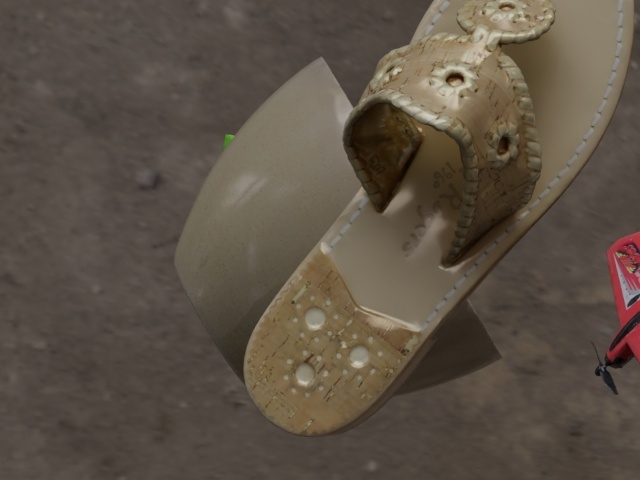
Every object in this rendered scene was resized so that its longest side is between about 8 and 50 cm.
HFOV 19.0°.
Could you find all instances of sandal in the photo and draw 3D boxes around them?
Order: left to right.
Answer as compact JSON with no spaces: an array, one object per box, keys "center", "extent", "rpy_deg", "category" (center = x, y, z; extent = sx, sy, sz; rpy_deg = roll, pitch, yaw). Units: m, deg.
[{"center":[0.045,-0.028,0.730],"extent":[0.088,0.079,0.240],"rpy_deg":[33,93,13],"category":"sandal"}]

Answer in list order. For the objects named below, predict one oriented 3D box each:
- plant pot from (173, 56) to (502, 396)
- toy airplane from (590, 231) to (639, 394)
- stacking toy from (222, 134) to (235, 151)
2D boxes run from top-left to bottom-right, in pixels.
[{"center":[-0.006,0.020,1.549],"extent":[0.191,0.284,0.284],"rpy_deg":[-30,70,3],"category":"plant pot"},{"center":[0.208,0.027,1.074],"extent":[0.151,0.028,0.151],"rpy_deg":[-42,28,29],"category":"toy airplane"},{"center":[0.000,0.000,1.851],"extent":[0.221,0.052,0.167],"rpy_deg":[12,91,4],"category":"stacking toy"}]
